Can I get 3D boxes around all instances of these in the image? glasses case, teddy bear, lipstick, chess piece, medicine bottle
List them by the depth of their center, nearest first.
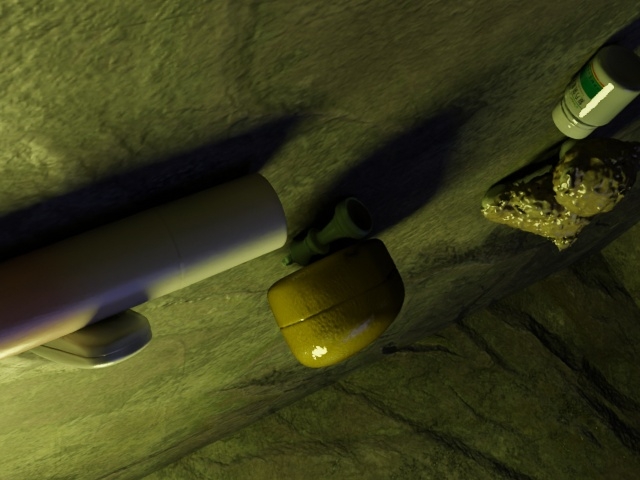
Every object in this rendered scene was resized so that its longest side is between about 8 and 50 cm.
[{"bbox_3d":[-0.193,0.023,0.868,0.327,0.087,0.087,-22,163,-26],"label":"lipstick"},{"bbox_3d":[-0.248,0.095,0.915,0.076,0.049,0.197,-27,-160,-38],"label":"glasses case"},{"bbox_3d":[0.000,0.000,1.218,0.149,0.059,0.059,-34,165,30],"label":"chess piece"},{"bbox_3d":[0.385,-0.203,1.225,0.080,0.080,0.130,-21,163,-30],"label":"medicine bottle"},{"bbox_3d":[0.030,0.092,1.268,0.173,0.141,0.371,-25,178,8],"label":"glasses case"},{"bbox_3d":[0.441,-0.096,1.537,0.267,0.156,0.256,-21,161,-25],"label":"teddy bear"}]
